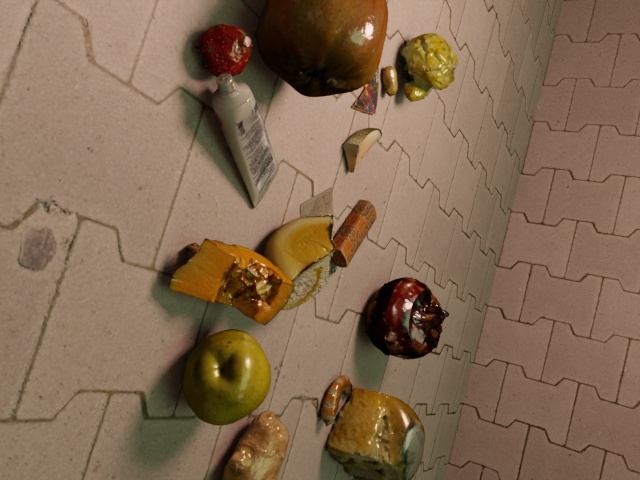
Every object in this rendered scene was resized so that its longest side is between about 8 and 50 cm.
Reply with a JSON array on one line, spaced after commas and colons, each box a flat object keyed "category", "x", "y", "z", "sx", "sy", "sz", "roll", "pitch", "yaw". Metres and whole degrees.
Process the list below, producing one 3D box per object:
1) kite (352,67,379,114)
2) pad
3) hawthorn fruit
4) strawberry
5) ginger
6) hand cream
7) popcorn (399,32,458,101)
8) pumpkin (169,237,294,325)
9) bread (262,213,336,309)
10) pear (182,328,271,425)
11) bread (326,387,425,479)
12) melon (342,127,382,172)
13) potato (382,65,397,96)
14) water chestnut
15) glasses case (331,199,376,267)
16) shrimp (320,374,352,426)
[{"category": "kite", "x": 0.136, "y": -0.426, "z": 1.650, "sx": 0.190, "sy": 0.010, "sz": 0.159, "roll": -60, "pitch": 143, "yaw": -31}, {"category": "pad", "x": -0.001, "y": 0.000, "z": 1.574, "sx": 0.160, "sy": 0.009, "sz": 0.264, "roll": -34, "pitch": 128, "yaw": -49}, {"category": "hawthorn fruit", "x": 0.009, "y": -0.463, "z": 1.198, "sx": 0.268, "sy": 0.268, "sz": 0.300, "roll": 44, "pitch": 55, "yaw": -55}, {"category": "strawberry", "x": -0.174, "y": -0.358, "z": 1.083, "sx": 0.106, "sy": 0.106, "sz": 0.106, "roll": -27, "pitch": 122, "yaw": -53}, {"category": "ginger", "x": -0.170, "y": 0.590, "z": 1.384, "sx": 0.190, "sy": 0.127, "sz": 0.353, "roll": 16, "pitch": 84, "yaw": -64}, {"category": "hand cream", "x": -0.153, "y": -0.210, "z": 1.194, "sx": 0.340, "sy": 0.078, "sz": 0.124, "roll": 75, "pitch": 36, "yaw": -57}, {"category": "popcorn", "x": 0.328, "y": -0.537, "z": 1.788, "sx": 0.198, "sy": 0.198, "sz": 0.212, "roll": -6, "pitch": 130, "yaw": -58}, {"category": "pumpkin", "x": -0.190, "y": 0.075, "z": 1.189, "sx": 0.248, "sy": 0.126, "sz": 0.131, "roll": 33, "pitch": 98, "yaw": -31}, {"category": "bread", "x": -0.052, "y": 0.041, "z": 1.375, "sx": 0.261, "sy": 0.156, "sz": 0.158, "roll": -36, "pitch": 152, "yaw": -32}, {"category": "pear", "x": -0.196, "y": 0.283, "z": 1.188, "sx": 0.198, "sy": 0.198, "sz": 0.198, "roll": -27, "pitch": 122, "yaw": -53}, {"category": "bread", "x": 0.218, "y": 0.691, "z": 1.929, "sx": 0.239, "sy": 0.264, "sz": 0.395, "roll": -63, "pitch": 145, "yaw": -31}, {"category": "melon", "x": 0.130, "y": -0.283, "z": 1.651, "sx": 0.182, "sy": 0.054, "sz": 0.097, "roll": -52, "pitch": 146, "yaw": -36}, {"category": "potato", "x": 0.209, "y": -0.478, "z": 1.718, "sx": 0.045, "sy": 0.046, "sz": 0.092, "roll": -16, "pitch": 111, "yaw": -10}, {"category": "water chestnut", "x": 0.303, "y": 0.260, "z": 1.908, "sx": 0.300, "sy": 0.300, "sz": 0.299, "roll": -27, "pitch": 122, "yaw": -53}, {"category": "glasses case", "x": 0.098, "y": -0.022, "z": 1.677, "sx": 0.218, "sy": 0.049, "sz": 0.075, "roll": -56, "pitch": 143, "yaw": -37}, {"category": "shrimp", "x": 0.054, "y": 0.506, "z": 1.811, "sx": 0.166, "sy": 0.049, "sz": 0.160, "roll": 39, "pitch": 66, "yaw": -65}]
